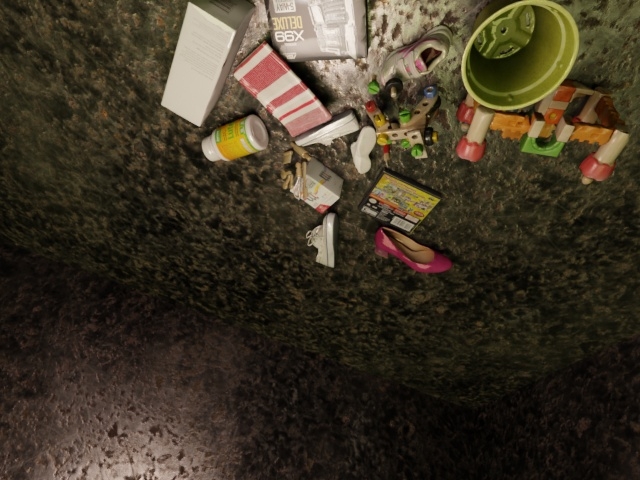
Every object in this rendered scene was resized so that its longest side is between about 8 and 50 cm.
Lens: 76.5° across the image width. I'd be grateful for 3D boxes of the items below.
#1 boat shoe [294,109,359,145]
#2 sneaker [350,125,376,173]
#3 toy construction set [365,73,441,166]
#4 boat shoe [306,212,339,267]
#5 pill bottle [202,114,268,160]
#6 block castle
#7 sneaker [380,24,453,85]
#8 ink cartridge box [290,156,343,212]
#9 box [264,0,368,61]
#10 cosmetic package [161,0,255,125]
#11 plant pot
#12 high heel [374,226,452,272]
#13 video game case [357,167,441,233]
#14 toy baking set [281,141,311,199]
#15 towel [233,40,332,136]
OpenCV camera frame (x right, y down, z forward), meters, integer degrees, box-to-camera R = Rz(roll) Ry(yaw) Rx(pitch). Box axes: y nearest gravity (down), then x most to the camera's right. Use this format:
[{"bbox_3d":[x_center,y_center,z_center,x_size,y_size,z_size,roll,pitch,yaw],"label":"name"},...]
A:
[{"bbox_3d":[0.024,-0.402,1.540,0.258,0.095,0.084,-15,126,29],"label":"boat shoe"},{"bbox_3d":[0.152,-0.360,1.559,0.080,0.094,0.212,-21,146,-19],"label":"sneaker"},{"bbox_3d":[0.269,-0.352,1.372,0.257,0.237,0.309,4,155,-1],"label":"toy construction set"},{"bbox_3d":[0.002,-0.006,1.951,0.156,0.136,0.367,10,147,9],"label":"boat shoe"},{"bbox_3d":[-0.343,-0.395,1.610,0.245,0.136,0.136,-12,132,25],"label":"pill bottle"},{"bbox_3d":[0.666,-0.350,1.278,0.453,0.303,0.213,10,139,6],"label":"block castle"},{"bbox_3d":[0.295,-0.567,1.283,0.252,0.111,0.103,-27,124,36],"label":"sneaker"},{"bbox_3d":[-0.015,-0.232,1.705,0.176,0.127,0.128,34,134,-19],"label":"ink cartridge box"},{"bbox_3d":[-0.008,-0.690,1.256,0.307,0.076,0.242,3,137,11],"label":"box"},{"bbox_3d":[-0.379,-0.604,1.346,0.156,0.217,0.385,27,137,-13],"label":"cosmetic package"},{"bbox_3d":[0.527,-0.552,1.132,0.276,0.254,0.276,6,135,6],"label":"plant pot"},{"bbox_3d":[0.432,0.044,1.873,0.377,0.127,0.181,11,148,8],"label":"high heel"},{"bbox_3d":[0.336,-0.165,1.755,0.274,0.035,0.248,23,137,-9],"label":"video game case"},{"bbox_3d":[-0.089,-0.273,1.613,0.030,0.256,0.197,-1,119,-33],"label":"toy baking set"},{"bbox_3d":[-0.137,-0.518,1.439,0.329,0.037,0.237,42,153,-27],"label":"towel"}]
